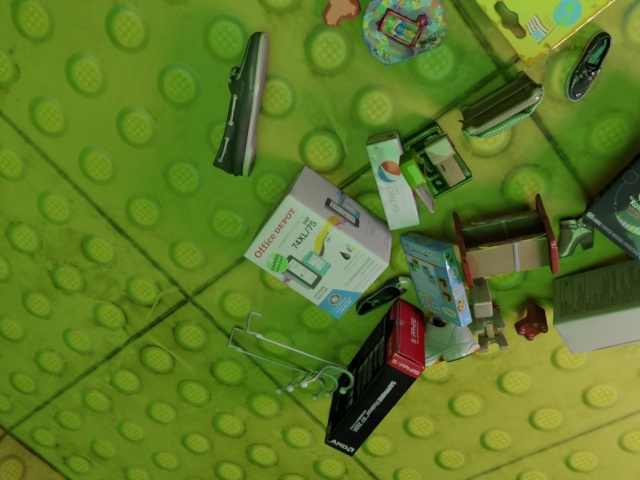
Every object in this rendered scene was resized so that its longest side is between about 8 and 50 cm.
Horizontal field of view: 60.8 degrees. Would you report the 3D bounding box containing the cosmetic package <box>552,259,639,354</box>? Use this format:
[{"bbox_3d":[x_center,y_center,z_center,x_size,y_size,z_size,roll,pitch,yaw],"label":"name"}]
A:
[{"bbox_3d":[0.691,0.135,1.208,0.310,0.160,0.113,-22,117,38],"label":"cosmetic package"}]

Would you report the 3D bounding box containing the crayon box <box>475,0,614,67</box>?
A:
[{"bbox_3d":[0.453,-0.505,0.998,0.318,0.081,0.202,-38,106,24],"label":"crayon box"}]

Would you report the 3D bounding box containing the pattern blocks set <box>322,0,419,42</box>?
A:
[{"bbox_3d":[0.160,-0.552,1.057,0.286,0.026,0.324,17,119,1],"label":"pattern blocks set"}]

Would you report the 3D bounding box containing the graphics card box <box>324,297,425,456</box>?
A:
[{"bbox_3d":[0.142,0.357,1.425,0.094,0.232,0.371,28,118,-7],"label":"graphics card box"}]

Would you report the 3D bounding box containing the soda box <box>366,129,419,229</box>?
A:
[{"bbox_3d":[0.168,-0.137,1.251,0.074,0.069,0.216,-12,114,16],"label":"soda box"}]

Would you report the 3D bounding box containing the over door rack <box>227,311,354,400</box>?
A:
[{"bbox_3d":[-0.100,0.336,1.469,0.324,0.108,0.239,33,152,-8],"label":"over door rack"}]

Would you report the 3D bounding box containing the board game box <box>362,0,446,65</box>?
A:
[{"bbox_3d":[0.167,-0.427,1.093,0.169,0.033,0.133,-16,120,17],"label":"board game box"}]

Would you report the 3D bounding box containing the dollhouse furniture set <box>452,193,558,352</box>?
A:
[{"bbox_3d":[0.448,0.092,1.303,0.201,0.152,0.374,-11,132,15],"label":"dollhouse furniture set"}]

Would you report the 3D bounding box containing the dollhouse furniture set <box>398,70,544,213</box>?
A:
[{"bbox_3d":[0.330,-0.192,1.119,0.302,0.197,0.151,-29,108,23],"label":"dollhouse furniture set"}]

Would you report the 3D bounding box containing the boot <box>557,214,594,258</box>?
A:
[{"bbox_3d":[0.574,-0.010,1.267,0.119,0.042,0.087,-21,106,18],"label":"boot"}]

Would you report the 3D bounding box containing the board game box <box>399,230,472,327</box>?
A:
[{"bbox_3d":[0.276,0.091,1.311,0.039,0.160,0.211,-28,115,-20],"label":"board game box"}]

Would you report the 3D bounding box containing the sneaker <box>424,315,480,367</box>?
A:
[{"bbox_3d":[0.293,0.263,1.426,0.262,0.099,0.121,-31,73,45],"label":"sneaker"}]

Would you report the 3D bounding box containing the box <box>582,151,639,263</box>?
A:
[{"bbox_3d":[0.696,-0.106,1.105,0.165,0.143,0.270,43,119,14],"label":"box"}]

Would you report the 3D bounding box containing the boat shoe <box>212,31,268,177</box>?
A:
[{"bbox_3d":[-0.182,-0.294,1.206,0.096,0.112,0.335,12,123,-1],"label":"boat shoe"}]

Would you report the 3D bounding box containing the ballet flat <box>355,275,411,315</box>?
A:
[{"bbox_3d":[0.165,0.148,1.413,0.173,0.049,0.057,-36,107,24],"label":"ballet flat"}]

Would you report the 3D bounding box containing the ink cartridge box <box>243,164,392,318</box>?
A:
[{"bbox_3d":[0.000,0.000,1.279,0.270,0.197,0.198,34,118,-8],"label":"ink cartridge box"}]

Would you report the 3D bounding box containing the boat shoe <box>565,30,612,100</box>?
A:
[{"bbox_3d":[0.535,-0.346,1.091,0.049,0.040,0.142,16,119,1],"label":"boat shoe"}]
